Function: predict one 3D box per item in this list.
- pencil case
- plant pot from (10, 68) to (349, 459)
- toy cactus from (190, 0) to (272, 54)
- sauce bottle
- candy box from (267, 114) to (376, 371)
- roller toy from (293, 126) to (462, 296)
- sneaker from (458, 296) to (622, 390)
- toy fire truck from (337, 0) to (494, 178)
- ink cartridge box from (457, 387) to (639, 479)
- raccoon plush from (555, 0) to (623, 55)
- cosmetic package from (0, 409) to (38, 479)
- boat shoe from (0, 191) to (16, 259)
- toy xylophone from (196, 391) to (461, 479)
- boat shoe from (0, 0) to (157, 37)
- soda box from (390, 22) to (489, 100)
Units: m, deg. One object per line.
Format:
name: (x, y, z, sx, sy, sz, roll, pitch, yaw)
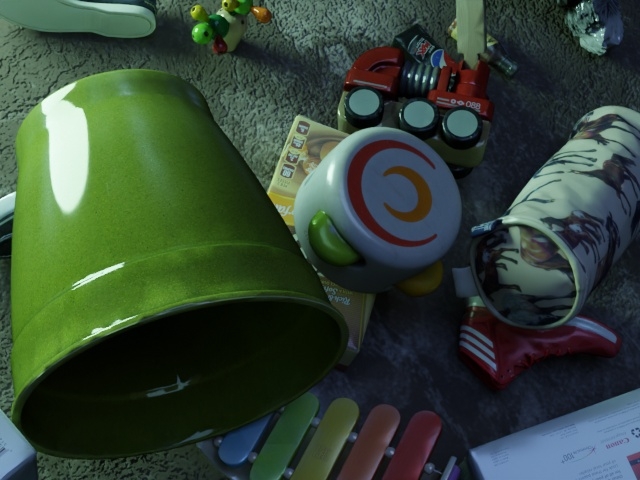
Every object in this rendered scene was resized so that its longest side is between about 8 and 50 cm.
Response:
pencil case: (0.344, -0.043, 1.514, 0.183, 0.160, 0.410, 9, 32, 32)
plant pot: (-0.195, 0.010, 1.258, 0.366, 0.366, 0.353, -11, 61, -17)
toy cactus: (-0.116, -0.341, 1.611, 0.112, 0.180, 0.219, 21, 62, -1)
sauce bottle: (0.262, -0.308, 1.756, 0.128, 0.042, 0.042, 40, 62, 8)
candy box: (0.000, 0.000, 1.515, 0.183, 0.087, 0.316, 20, 60, -3)
roller toy: (0.072, -0.034, 1.416, 0.209, 0.146, 0.191, 12, 65, -21)
sneaker: (0.293, 0.159, 1.513, 0.221, 0.087, 0.128, 14, 69, 9)
toy fire truck: (0.154, -0.245, 1.604, 0.217, 0.158, 0.246, 13, 66, 8)
ink cartridge box: (0.363, 0.348, 1.369, 0.309, 0.130, 0.272, -17, 68, -10)
raccoon plush: (0.268, -0.471, 1.806, 0.216, 0.299, 0.446, -31, 105, -40)
cosmetic package: (-0.460, 0.164, 1.221, 0.097, 0.284, 0.377, -39, 76, -24)
boat shoe: (-0.315, -0.018, 1.453, 0.301, 0.108, 0.102, -18, 67, -27)
toy xylophone: (-0.001, 0.295, 1.328, 0.322, 0.081, 0.236, 11, 57, 18)
boat shoe: (-0.365, -0.359, 1.617, 0.254, 0.095, 0.079, 4, 64, -12)
soda box: (0.179, -0.250, 1.697, 0.053, 0.060, 0.169, -35, 76, -26)
